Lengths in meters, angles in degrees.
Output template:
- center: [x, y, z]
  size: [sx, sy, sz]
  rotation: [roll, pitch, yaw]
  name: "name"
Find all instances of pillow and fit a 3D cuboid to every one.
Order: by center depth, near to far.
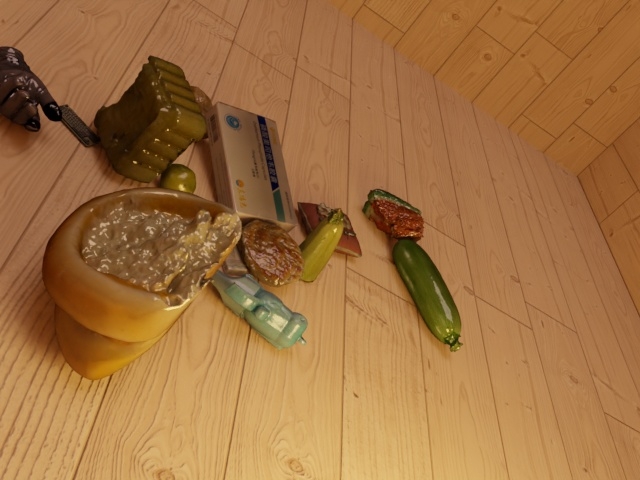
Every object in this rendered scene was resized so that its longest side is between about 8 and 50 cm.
- center: [0.032, -0.036, 2.051]
  size: [0.179, 0.075, 0.171]
  rotation: [16, 38, -37]
  name: "pillow"

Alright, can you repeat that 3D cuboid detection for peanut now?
- center: [-0.335, -0.349, 2.038]
  size: [0.089, 0.089, 0.193]
  rotation: [15, 44, -37]
  name: "peanut"

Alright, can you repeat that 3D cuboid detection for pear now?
- center: [-0.339, -0.143, 1.767]
  size: [0.097, 0.092, 0.092]
  rotation: [47, 31, 8]
  name: "pear"

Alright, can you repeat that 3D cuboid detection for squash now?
- center: [0.000, 0.000, 1.833]
  size: [0.094, 0.224, 0.094]
  rotation: [22, 36, -17]
  name: "squash"
- center: [0.303, 0.139, 2.102]
  size: [0.107, 0.107, 0.395]
  rotation: [12, 42, -39]
  name: "squash"

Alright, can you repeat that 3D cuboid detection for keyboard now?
- center: [-0.570, -0.270, 1.739]
  size: [0.129, 0.015, 0.049]
  rotation: [46, 31, 8]
  name: "keyboard"

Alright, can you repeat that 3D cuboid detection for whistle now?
- center: [-0.141, 0.143, 1.621]
  size: [0.274, 0.093, 0.186]
  rotation: [37, 4, -1]
  name: "whistle"

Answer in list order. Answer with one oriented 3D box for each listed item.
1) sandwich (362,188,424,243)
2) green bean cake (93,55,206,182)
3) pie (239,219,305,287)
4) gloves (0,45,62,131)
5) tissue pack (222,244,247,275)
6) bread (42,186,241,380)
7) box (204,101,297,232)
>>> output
- center: [0.219, -0.060, 2.267]
  size: [0.184, 0.109, 0.160]
  rotation: [23, 35, -17]
  name: "sandwich"
- center: [-0.403, -0.282, 1.712]
  size: [0.124, 0.236, 0.233]
  rotation: [20, 37, -53]
  name: "green bean cake"
- center: [-0.126, 0.033, 1.784]
  size: [0.163, 0.079, 0.193]
  rotation: [3, 49, -46]
  name: "pie"
- center: [-0.652, -0.323, 1.625]
  size: [0.142, 0.119, 0.285]
  rotation: [0, 35, -34]
  name: "gloves"
- center: [-0.212, 0.033, 1.741]
  size: [0.056, 0.023, 0.108]
  rotation: [8, 43, -41]
  name: "tissue pack"
- center: [-0.306, 0.059, 1.368]
  size: [0.328, 0.245, 0.424]
  rotation: [4, 26, 13]
  name: "bread"
- center: [-0.183, -0.187, 1.946]
  size: [0.200, 0.065, 0.343]
  rotation: [12, 54, -40]
  name: "box"
